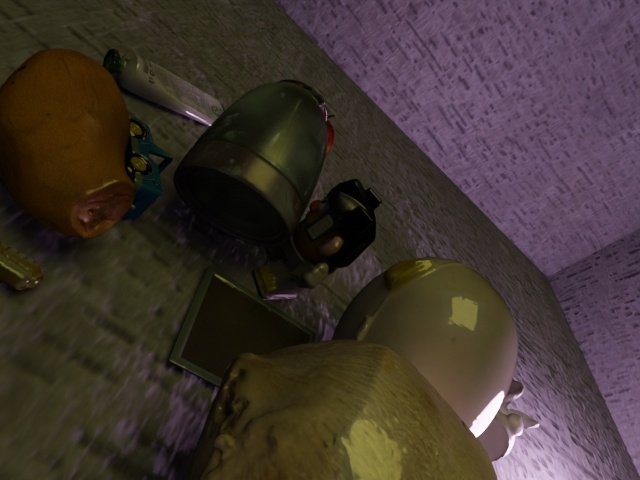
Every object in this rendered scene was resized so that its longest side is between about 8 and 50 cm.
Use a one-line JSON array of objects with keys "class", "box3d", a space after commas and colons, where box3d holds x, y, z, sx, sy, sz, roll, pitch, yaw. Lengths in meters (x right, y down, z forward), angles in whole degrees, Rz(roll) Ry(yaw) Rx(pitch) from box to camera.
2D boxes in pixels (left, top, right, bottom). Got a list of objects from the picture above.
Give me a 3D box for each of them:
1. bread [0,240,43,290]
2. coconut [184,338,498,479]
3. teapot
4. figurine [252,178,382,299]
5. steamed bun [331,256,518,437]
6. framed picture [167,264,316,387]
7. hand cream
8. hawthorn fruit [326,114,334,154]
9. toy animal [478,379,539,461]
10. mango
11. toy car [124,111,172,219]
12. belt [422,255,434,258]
[{"class": "bread", "box3d": [-0.398, 0.031, 0.526, 0.088, 0.034, 0.049, 41, 18, -23]}, {"class": "coconut", "box3d": [0.006, 0.286, 0.478, 0.360, 0.346, 0.346, 46, 31, 3]}, {"class": "teapot", "box3d": [-0.127, -0.171, 0.835, 0.233, 0.315, 0.312, 46, 57, -33]}, {"class": "figurine", "box3d": [0.002, -0.001, 0.844, 0.143, 0.308, 0.308, 35, 34, -34]}, {"class": "steamed bun", "box3d": [0.178, 0.211, 0.761, 0.334, 0.374, 0.334, 30, -4, 2]}, {"class": "framed picture", "box3d": [-0.118, 0.188, 0.739, 0.274, 0.017, 0.217, 38, 33, -21]}, {"class": "hand cream", "box3d": [-0.340, -0.347, 0.988, 0.336, 0.076, 0.121, 13, 52, -54]}, {"class": "hawthorn fruit", "box3d": [-0.041, -0.305, 1.188, 0.179, 0.200, 0.179, 31, 42, -32]}, {"class": "toy animal", "box3d": [0.423, 0.442, 1.016, 0.193, 0.178, 0.127, -2, 61, -51]}, {"class": "mango", "box3d": [-0.379, -0.153, 0.613, 0.144, 0.187, 0.359, 88, -15, -60]}, {"class": "toy car", "box3d": [-0.322, -0.125, 0.730, 0.100, 0.097, 0.191, 20, 42, -50]}, {"class": "belt", "box3d": [0.373, 0.167, 1.307, 0.267, 0.116, 0.206, 27, 41, -30]}]
